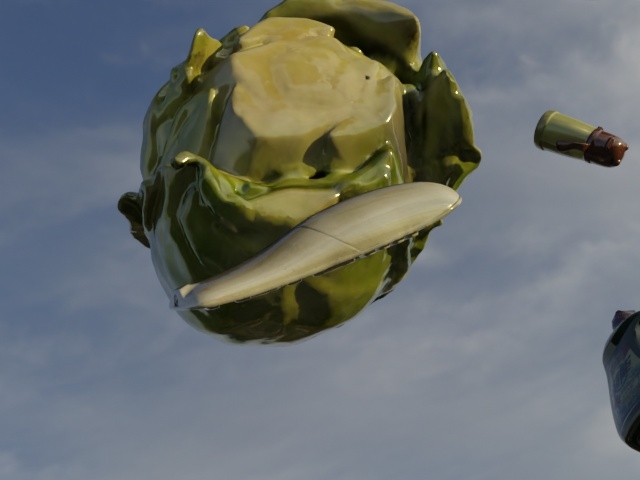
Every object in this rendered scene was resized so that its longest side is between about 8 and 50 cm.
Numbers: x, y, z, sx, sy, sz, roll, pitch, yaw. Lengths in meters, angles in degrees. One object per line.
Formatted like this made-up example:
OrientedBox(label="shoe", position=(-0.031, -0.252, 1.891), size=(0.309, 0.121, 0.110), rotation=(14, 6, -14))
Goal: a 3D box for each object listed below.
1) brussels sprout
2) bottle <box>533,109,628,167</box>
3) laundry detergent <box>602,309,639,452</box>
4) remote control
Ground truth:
OrientedBox(label="brussels sprout", position=(-0.029, -0.062, 1.178), size=(0.425, 0.342, 0.361), rotation=(-34, -24, -28))
OrientedBox(label="bottle", position=(0.289, -0.108, 1.076), size=(0.063, 0.101, 0.047), rotation=(-41, -39, -32))
OrientedBox(label="laundry detergent", position=(0.400, 0.145, 1.177), size=(0.078, 0.221, 0.144), rotation=(23, -58, -8))
OrientedBox(label="remote control", position=(0.000, 0.000, 0.687), size=(0.229, 0.044, 0.073), rotation=(-20, 7, -23))
